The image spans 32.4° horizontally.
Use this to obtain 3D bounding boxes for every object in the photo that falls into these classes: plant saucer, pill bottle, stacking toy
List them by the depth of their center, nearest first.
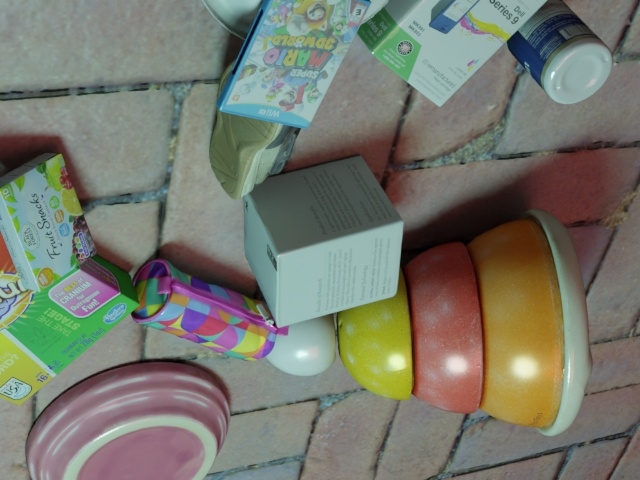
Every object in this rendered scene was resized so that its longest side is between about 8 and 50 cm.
[{"bbox_3d":[0.295,-0.260,1.426,0.094,0.169,0.094,-15,136,-15],"label":"pill bottle"},{"bbox_3d":[0.146,0.134,1.690,0.479,0.351,0.351,-3,134,-4],"label":"stacking toy"},{"bbox_3d":[-0.296,0.334,1.753,0.332,0.084,0.332,-15,136,-15],"label":"plant saucer"}]

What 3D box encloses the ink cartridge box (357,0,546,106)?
[{"bbox_3d":[0.163,-0.296,1.377,0.212,0.093,0.154,-45,135,15],"label":"ink cartridge box"}]

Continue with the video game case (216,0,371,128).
[{"bbox_3d":[-0.029,-0.202,1.195,0.119,0.015,0.166,7,124,-35],"label":"video game case"}]

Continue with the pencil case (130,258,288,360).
[{"bbox_3d":[-0.162,0.103,1.589,0.236,0.104,0.104,23,117,-42],"label":"pencil case"}]

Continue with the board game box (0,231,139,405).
[{"bbox_3d":[-0.431,0.073,1.434,0.242,0.064,0.316,-40,137,12],"label":"board game box"}]

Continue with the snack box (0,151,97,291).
[{"bbox_3d":[-0.339,-0.023,1.342,0.100,0.037,0.141,-39,124,-40],"label":"snack box"}]

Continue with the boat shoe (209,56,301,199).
[{"bbox_3d":[-0.069,-0.152,1.363,0.092,0.103,0.285,-30,163,-28],"label":"boat shoe"}]

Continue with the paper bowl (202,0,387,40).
[{"bbox_3d":[-0.012,-0.338,1.200,0.284,0.148,0.284,-16,137,-16],"label":"paper bowl"}]

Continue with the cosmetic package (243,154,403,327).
[{"bbox_3d":[0.000,0.000,1.535,0.183,0.151,0.151,-14,137,-15],"label":"cosmetic package"}]
